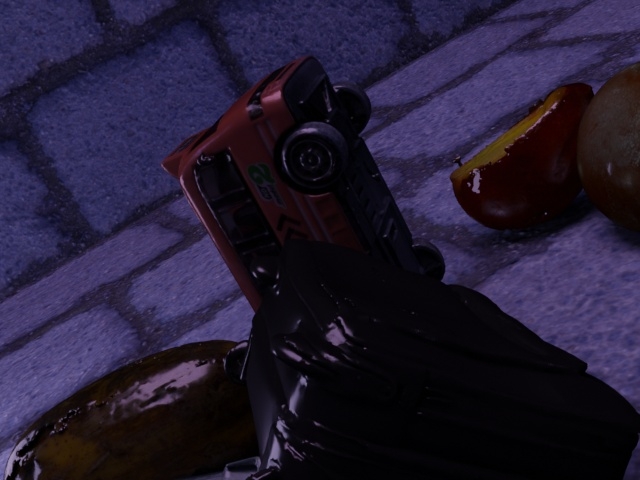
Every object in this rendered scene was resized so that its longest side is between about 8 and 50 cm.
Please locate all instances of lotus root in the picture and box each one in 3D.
[{"bbox_3d":[-0.205,0.248,1.034,0.398,0.195,0.179,-26,25,-3],"label":"lotus root"}]

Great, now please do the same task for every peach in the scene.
[{"bbox_3d":[0.340,-0.116,1.301,0.267,0.154,0.159,-39,11,23],"label":"peach"}]

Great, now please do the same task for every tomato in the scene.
[{"bbox_3d":[0.480,-0.141,1.130,0.270,0.222,0.270,-26,17,8],"label":"tomato"}]

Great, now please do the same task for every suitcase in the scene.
[{"bbox_3d":[0.091,0.139,0.781,0.339,0.188,0.345,16,8,-12],"label":"suitcase"}]

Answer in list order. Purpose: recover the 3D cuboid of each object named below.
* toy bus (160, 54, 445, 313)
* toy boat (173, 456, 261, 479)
[{"bbox_3d":[0.000,0.000,1.064,0.233,0.427,0.203,-21,19,22],"label":"toy bus"},{"bbox_3d":[-0.073,0.289,0.867,0.296,0.122,0.114,-16,46,20],"label":"toy boat"}]
